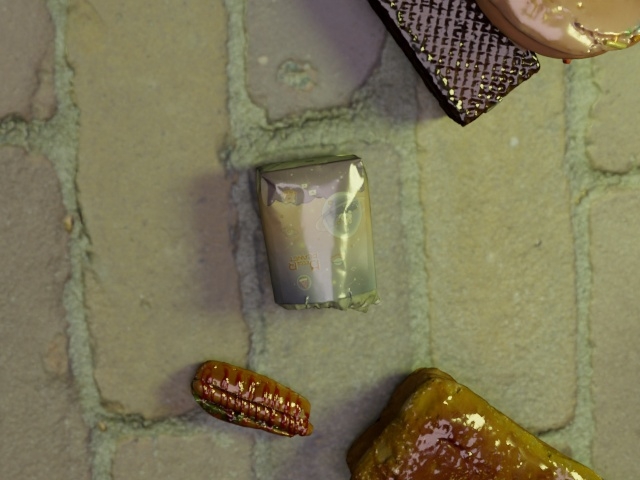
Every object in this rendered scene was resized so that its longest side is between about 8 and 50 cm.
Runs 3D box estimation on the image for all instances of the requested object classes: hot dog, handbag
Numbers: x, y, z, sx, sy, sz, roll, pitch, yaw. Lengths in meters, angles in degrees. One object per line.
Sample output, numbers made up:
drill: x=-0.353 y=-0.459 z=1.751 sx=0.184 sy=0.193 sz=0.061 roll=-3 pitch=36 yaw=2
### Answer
hot dog: x=-0.072 y=0.176 z=1.730 sx=0.144 sy=0.038 sz=0.062 roll=24 pitch=98 yaw=-13
handbag: x=0.000 y=0.000 z=1.674 sx=0.117 sy=0.095 sz=0.173 roll=-8 pitch=101 yaw=-3

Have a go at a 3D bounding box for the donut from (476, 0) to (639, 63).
donut: x=0.259 y=-0.279 z=1.613 sx=0.199 sy=0.085 sz=0.233 roll=32 pitch=67 yaw=-9

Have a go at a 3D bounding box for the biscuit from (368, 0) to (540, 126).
biscuit: x=0.076 y=-0.299 z=1.627 sx=0.107 sy=0.073 sz=0.388 roll=-37 pitch=106 yaw=0

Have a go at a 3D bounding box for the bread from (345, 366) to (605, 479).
bread: x=0.212 y=0.302 z=1.770 sx=0.380 sy=0.109 sz=0.185 roll=33 pitch=95 yaw=-16
